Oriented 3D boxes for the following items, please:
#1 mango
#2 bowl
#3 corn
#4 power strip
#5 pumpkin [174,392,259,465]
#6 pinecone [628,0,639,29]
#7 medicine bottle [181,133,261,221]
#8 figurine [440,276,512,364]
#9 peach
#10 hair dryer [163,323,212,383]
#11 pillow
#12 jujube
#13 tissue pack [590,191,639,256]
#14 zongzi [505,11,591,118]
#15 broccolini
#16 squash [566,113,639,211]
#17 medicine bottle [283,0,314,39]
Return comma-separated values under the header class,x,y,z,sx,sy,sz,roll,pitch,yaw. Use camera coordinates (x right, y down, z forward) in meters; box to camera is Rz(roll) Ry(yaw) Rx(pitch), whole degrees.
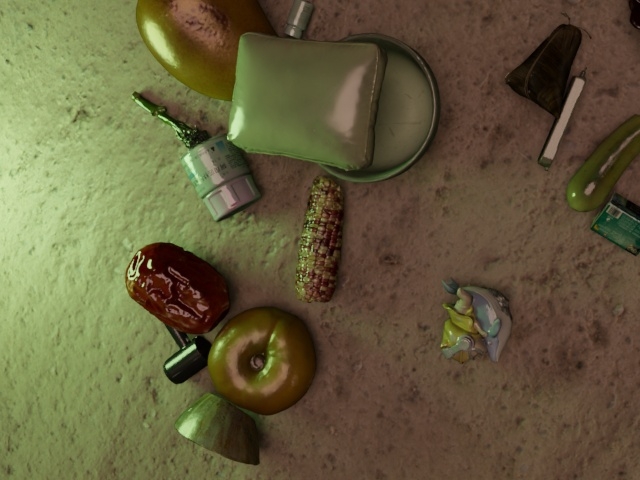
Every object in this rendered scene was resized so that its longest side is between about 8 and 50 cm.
class,x,y,z,sx,sy,sz,roll,pitch,yaw
mango,-0.238,-0.459,1.808,0.378,0.221,0.264,42,99,-2
bowl,0.117,-0.274,1.751,0.307,0.163,0.307,2,94,25
corn,0.000,0.000,1.853,0.098,0.098,0.289,7,93,12
power strip,0.505,-0.255,1.720,0.029,0.080,0.226,22,99,9
pumpkin,-0.219,0.422,1.891,0.217,0.217,0.110,20,82,11
pinecone,0.713,-0.476,1.571,0.264,0.264,0.264,1,95,13
medicine bottle,-0.224,-0.142,1.873,0.135,0.135,0.168,-29,91,14
figurine,0.324,0.172,1.780,0.184,0.128,0.208,-38,78,16
peach,-0.131,0.272,1.884,0.251,0.153,0.251,0,82,3
hair dryer,-0.364,0.215,1.972,0.114,0.070,0.248,-38,82,13
pillow,-0.032,-0.284,1.666,0.322,0.120,0.255,13,101,24
jujube,-0.328,0.109,1.899,0.250,0.174,0.174,35,101,10
tissue pack,0.635,-0.040,1.714,0.111,0.079,0.085,32,133,9
zongzi,0.493,-0.349,1.671,0.084,0.184,0.187,34,103,-36
broccolini,-0.363,-0.280,1.931,0.216,0.067,0.058,33,63,8
squash,0.604,-0.163,1.709,0.083,0.083,0.250,41,99,7
medicine bottle,-0.049,-0.495,1.844,0.047,0.047,0.083,23,100,10
